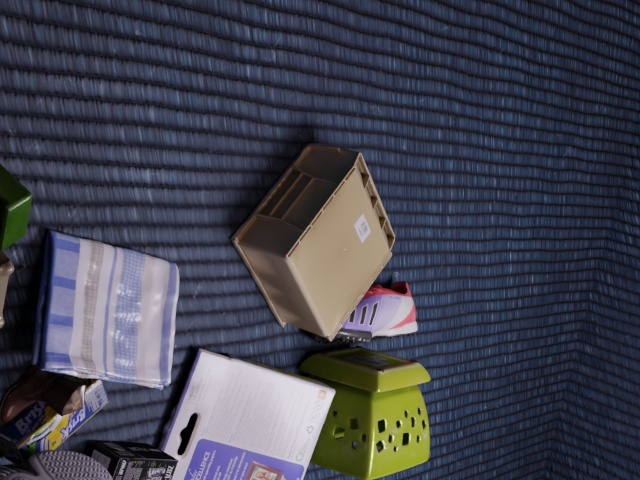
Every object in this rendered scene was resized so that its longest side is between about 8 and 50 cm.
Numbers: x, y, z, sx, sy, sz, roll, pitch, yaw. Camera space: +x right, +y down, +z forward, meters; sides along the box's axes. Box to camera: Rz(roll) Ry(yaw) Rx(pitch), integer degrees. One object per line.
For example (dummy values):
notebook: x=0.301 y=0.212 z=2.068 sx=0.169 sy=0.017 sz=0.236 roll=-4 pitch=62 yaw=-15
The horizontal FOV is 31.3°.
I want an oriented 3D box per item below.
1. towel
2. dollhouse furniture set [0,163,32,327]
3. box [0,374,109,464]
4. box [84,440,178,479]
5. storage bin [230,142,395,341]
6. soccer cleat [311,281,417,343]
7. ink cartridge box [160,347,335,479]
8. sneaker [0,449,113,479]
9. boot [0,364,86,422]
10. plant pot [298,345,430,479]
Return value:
towel: x=-0.314 y=0.109 z=1.724 sx=0.285 sy=0.034 sz=0.209 roll=20 pitch=70 yaw=-55
dollhouse furniture set: x=-0.500 y=0.031 z=1.435 sx=0.197 sy=0.151 sz=0.301 roll=-41 pitch=165 yaw=-40
box: x=-0.399 y=0.264 z=1.707 sx=0.169 sy=0.059 sz=0.054 roll=-41 pitch=135 yaw=-36
box: x=-0.331 y=0.424 z=1.861 sx=0.147 sy=0.078 sz=0.180 roll=18 pitch=91 yaw=-56
storage bin: x=0.000 y=0.000 z=2.080 sx=0.260 sy=0.123 sz=0.262 roll=-54 pitch=142 yaw=-25
soccer cleat: x=0.086 y=0.146 z=2.304 sx=0.318 sy=0.109 sz=0.116 roll=-1 pitch=86 yaw=-52
ink cartridge box: x=-0.154 y=0.366 z=2.057 sx=0.307 sy=0.072 sz=0.303 roll=22 pitch=88 yaw=-30
sneaker: x=-0.480 y=0.397 z=1.578 sx=0.366 sy=0.137 sz=0.210 roll=10 pitch=116 yaw=-37
boot: x=-0.398 y=0.236 z=1.644 sx=0.106 sy=0.114 sz=0.037 roll=-58 pitch=146 yaw=-15
plant pot: x=0.079 y=0.331 z=2.266 sx=0.227 sy=0.228 sz=0.207 roll=-2 pitch=101 yaw=-53
